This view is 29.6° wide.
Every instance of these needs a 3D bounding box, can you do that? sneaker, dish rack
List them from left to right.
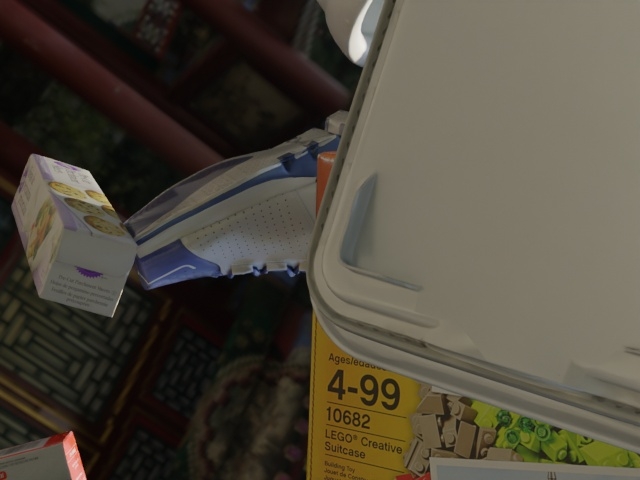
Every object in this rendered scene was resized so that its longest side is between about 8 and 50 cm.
[{"bbox_3d":[0.001,-0.001,1.048,0.315,0.182,0.127,-24,-165,-6],"label":"sneaker"},{"bbox_3d":[0.140,-0.074,0.609,0.285,0.072,0.333,16,-93,26],"label":"dish rack"}]

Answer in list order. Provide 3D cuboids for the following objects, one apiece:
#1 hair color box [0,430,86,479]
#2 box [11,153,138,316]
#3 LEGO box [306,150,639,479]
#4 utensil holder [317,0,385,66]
[{"bbox_3d":[-0.246,0.264,1.073,0.093,0.167,0.053,-15,-176,0],"label":"hair color box"},{"bbox_3d":[-0.226,-0.013,1.078,0.063,0.067,0.324,-68,-159,7],"label":"box"},{"bbox_3d":[0.247,0.136,0.797,0.500,0.193,0.373,6,-83,34],"label":"LEGO box"},{"bbox_3d":[0.053,-0.390,0.965,0.327,0.385,0.327,-32,170,-7],"label":"utensil holder"}]
